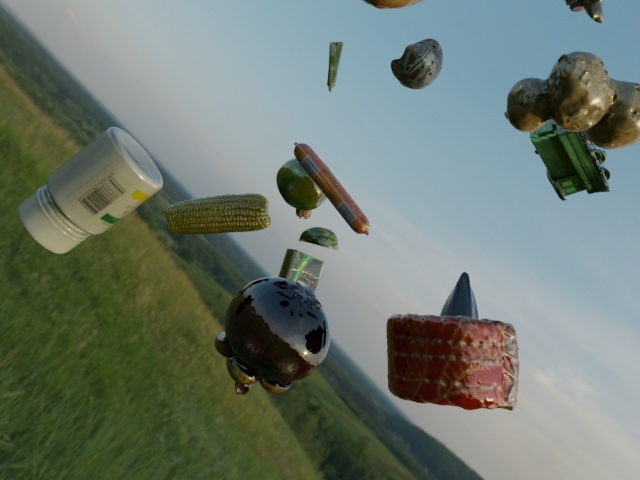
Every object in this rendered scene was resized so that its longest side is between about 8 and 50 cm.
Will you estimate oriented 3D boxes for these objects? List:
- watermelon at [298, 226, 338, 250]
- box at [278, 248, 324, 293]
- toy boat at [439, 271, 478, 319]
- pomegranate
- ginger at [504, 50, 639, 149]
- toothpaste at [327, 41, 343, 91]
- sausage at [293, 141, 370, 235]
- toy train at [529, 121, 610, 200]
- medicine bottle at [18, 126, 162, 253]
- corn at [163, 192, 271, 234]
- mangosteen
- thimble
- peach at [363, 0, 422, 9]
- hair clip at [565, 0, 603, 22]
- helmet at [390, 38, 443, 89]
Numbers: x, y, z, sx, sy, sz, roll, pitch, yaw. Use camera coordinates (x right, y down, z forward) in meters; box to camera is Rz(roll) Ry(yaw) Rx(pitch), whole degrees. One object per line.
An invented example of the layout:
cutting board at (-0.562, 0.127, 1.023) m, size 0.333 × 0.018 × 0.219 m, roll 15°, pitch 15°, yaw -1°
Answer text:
watermelon at (0.001, 0.003, 2.422) m, size 0.163 × 0.086 × 0.069 m, roll 12°, pitch 36°, yaw -8°
box at (-0.091, 0.166, 2.347) m, size 0.159 × 0.240 × 0.071 m, roll 23°, pitch -10°, yaw -38°
toy boat at (0.446, 0.265, 2.017) m, size 0.136 × 0.392 × 0.079 m, roll 7°, pitch -35°, yaw 14°
pomegranate at (-0.050, -0.156, 1.938) m, size 0.180 × 0.180 × 0.209 m, roll 41°, pitch -44°, yaw 40°
ginger at (0.644, -0.318, 1.473) m, size 0.376 × 0.176 × 0.256 m, roll 15°, pitch -22°, yaw -2°
toothpaste at (0.046, -0.608, 2.194) m, size 0.197 × 0.048 × 0.029 m, roll 98°, pitch -17°, yaw -47°
sausage at (0.027, -0.145, 1.679) m, size 0.347 × 0.053 × 0.053 m, roll 53°, pitch -3°, yaw 21°
toy train at (0.755, -0.258, 1.889) m, size 0.330 × 0.178 × 0.138 m, roll 45°, pitch 40°, yaw -35°
medicine bottle at (-0.621, -0.129, 1.690) m, size 0.208 × 0.340 × 0.208 m, roll 53°, pitch 6°, yaw -8°
corn at (-0.337, -0.082, 2.042) m, size 0.131 × 0.345 × 0.131 m, roll 174°, pitch -90°, yaw -89°
mangosteen at (-0.139, 0.272, 1.723) m, size 0.307 × 0.347 × 0.307 m, roll 36°, pitch 12°, yaw -9°
thimble at (0.344, 0.311, 1.633) m, size 0.350 × 0.230 × 0.350 m, roll 3°, pitch -6°, yaw 0°
peach at (0.176, -0.678, 1.439) m, size 0.247 × 0.292 × 0.292 m, roll 35°, pitch 2°, yaw -38°
hair clip at (0.480, -0.519, 1.198) m, size 0.106 × 0.084 × 0.292 m, roll 23°, pitch 40°, yaw -32°
helmet at (0.332, -0.569, 2.070) m, size 0.153 × 0.177 × 0.107 m, roll 18°, pitch 47°, yaw -42°
